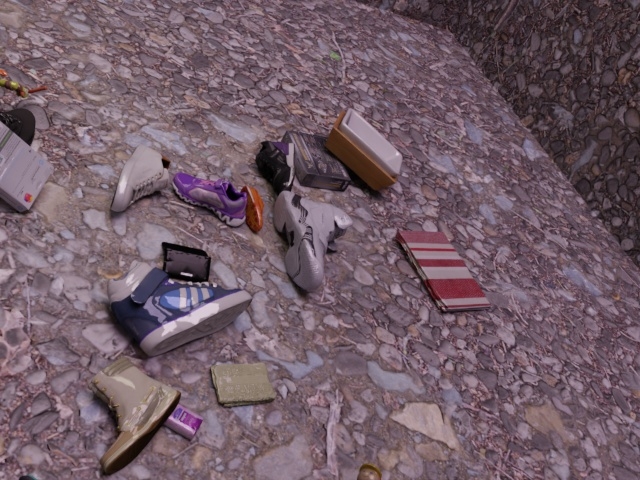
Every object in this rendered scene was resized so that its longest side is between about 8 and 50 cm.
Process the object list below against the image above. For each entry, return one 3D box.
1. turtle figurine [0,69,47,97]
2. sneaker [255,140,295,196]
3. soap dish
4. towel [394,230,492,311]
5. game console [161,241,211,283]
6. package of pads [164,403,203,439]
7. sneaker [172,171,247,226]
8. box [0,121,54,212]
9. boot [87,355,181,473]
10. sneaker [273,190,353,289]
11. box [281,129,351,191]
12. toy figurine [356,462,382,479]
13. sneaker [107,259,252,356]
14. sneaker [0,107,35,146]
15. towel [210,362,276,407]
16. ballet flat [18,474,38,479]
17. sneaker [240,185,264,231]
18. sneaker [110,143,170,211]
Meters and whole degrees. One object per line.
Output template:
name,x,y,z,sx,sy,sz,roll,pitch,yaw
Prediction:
turtle figurine,-0.881,-0.401,1.869,0.269,0.087,0.217,8,37,-8
sneaker,-0.151,-0.224,2.261,0.124,0.107,0.283,11,34,-11
soap dish,0.152,-0.320,2.503,0.291,0.118,0.229,40,26,-10
towel,0.405,0.099,2.340,0.237,0.037,0.329,1,48,-39
game console,-0.353,0.057,1.839,0.122,0.071,0.107,13,71,-25
package of pads,-0.294,0.379,1.492,0.083,0.032,0.050,31,40,-2
sneaker,-0.307,-0.141,2.025,0.236,0.105,0.095,29,38,-4
box,-0.747,-0.180,1.691,0.186,0.038,0.145,46,44,-35
boot,-0.405,0.343,1.414,0.165,0.077,0.213,32,48,10
sneaker,0.000,0.000,2.060,0.210,0.137,0.366,7,40,-27
box,-0.016,-0.275,2.437,0.183,0.056,0.231,5,44,-33
toy figurine,0.104,0.569,1.419,0.213,0.210,0.148,37,46,3
sneaker,-0.341,0.117,1.675,0.322,0.130,0.236,-22,66,-42
sneaker,-0.807,-0.276,1.786,0.109,0.130,0.286,27,35,-5
towel,-0.179,0.331,1.638,0.148,0.027,0.110,5,45,-33
ballet flat,-0.461,0.489,1.211,0.203,0.074,0.074,40,37,6
sneaker,-0.190,-0.096,2.098,0.067,0.064,0.175,18,40,-35
sneaker,-0.477,-0.165,1.921,0.123,0.106,0.290,23,36,-10
